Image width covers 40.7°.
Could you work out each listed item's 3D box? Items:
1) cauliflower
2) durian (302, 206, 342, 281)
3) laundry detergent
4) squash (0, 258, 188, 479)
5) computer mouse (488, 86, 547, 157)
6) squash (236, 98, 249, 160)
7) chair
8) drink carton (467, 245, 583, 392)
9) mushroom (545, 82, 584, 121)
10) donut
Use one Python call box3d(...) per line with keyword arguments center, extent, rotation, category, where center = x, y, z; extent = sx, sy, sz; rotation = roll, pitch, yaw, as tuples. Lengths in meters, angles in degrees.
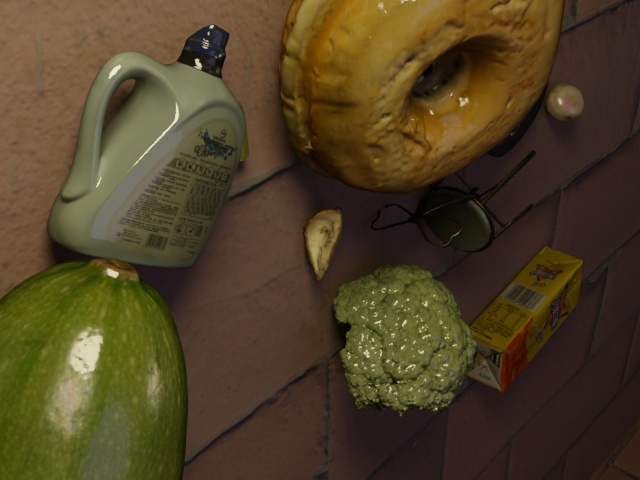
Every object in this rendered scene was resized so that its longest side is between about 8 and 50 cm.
box3d(center=(0.128, 0.186, 1.478), extent=(0.275, 0.272, 0.250), rotation=(-6, 147, -36), category="cauliflower")
box3d(center=(0.009, 0.000, 1.326), extent=(0.052, 0.066, 0.130), rotation=(-14, 131, -48), category="durian")
box3d(center=(-0.180, -0.114, 0.972), extent=(0.215, 0.105, 0.280), rotation=(10, 104, -51), category="laundry detergent")
box3d(center=(-0.283, 0.167, 0.907), extent=(0.310, 0.310, 0.308), rotation=(7, 89, -54), category="squash")
box3d(center=(0.382, -0.267, 1.655), extent=(0.232, 0.057, 0.120), rotation=(-59, 144, -9), category="computer mouse")
box3d(center=(-0.109, -0.146, 1.114), extent=(0.027, 0.027, 0.083), rotation=(-33, 134, -37), category="squash")
box3d(center=(0.241, -0.047, 1.529), extent=(0.326, 0.160, 0.170), rotation=(-44, 140, -33), category="chair")
box3d(center=(0.475, 0.179, 2.008), extent=(0.351, 0.111, 0.154), rotation=(-40, 139, -33), category="drink carton")
box3d(center=(0.508, -0.287, 1.801), extent=(0.084, 0.067, 0.083), rotation=(3, 82, -27), category="mushroom")
box3d(center=(0.139, -0.249, 1.136), extent=(0.449, 0.198, 0.449), rotation=(-21, 146, -15), category="donut")
